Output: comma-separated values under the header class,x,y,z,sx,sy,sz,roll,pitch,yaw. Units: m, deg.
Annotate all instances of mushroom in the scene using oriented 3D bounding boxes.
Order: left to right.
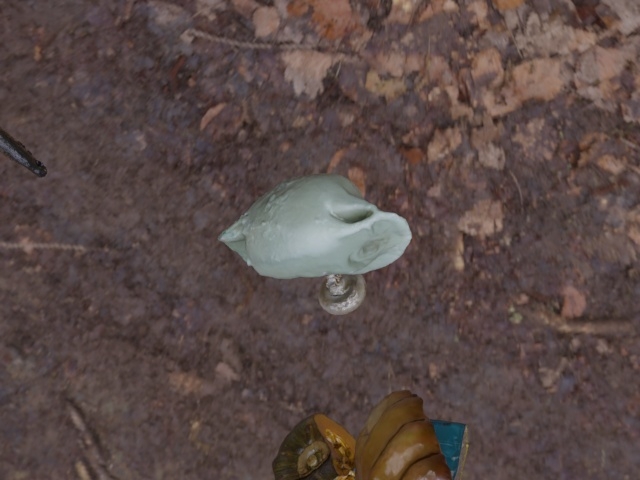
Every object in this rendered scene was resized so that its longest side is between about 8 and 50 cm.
class,x,y,z,sx,sy,sz,roll,pitch,yaw
mushroom,0.031,0.077,1.577,0.085,0.085,0.079,-21,141,15

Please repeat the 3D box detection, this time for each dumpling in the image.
class,x,y,z,sx,sy,sz,roll,pitch,yaw
dumpling,-0.003,-0.014,1.010,0.219,0.152,0.108,-3,89,29

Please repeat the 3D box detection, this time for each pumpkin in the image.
class,x,y,z,sx,sy,sz,roll,pitch,yaw
pumpkin,0.019,0.447,1.767,0.139,0.280,0.190,-44,110,6

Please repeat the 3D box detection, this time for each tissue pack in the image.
class,x,y,z,sx,sy,sz,roll,pitch,yaw
tissue pack,0.148,0.353,1.554,0.169,0.120,0.082,2,137,19

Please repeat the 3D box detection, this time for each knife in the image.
class,x,y,z,sx,sy,sz,roll,pitch,yaw
knife,-0.252,-0.099,0.617,0.222,0.045,0.021,34,83,31

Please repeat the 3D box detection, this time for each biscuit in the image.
class,x,y,z,sx,sy,sz,roll,pitch,yaw
biscuit,0.104,0.345,1.142,0.107,0.326,0.326,-9,115,-7
